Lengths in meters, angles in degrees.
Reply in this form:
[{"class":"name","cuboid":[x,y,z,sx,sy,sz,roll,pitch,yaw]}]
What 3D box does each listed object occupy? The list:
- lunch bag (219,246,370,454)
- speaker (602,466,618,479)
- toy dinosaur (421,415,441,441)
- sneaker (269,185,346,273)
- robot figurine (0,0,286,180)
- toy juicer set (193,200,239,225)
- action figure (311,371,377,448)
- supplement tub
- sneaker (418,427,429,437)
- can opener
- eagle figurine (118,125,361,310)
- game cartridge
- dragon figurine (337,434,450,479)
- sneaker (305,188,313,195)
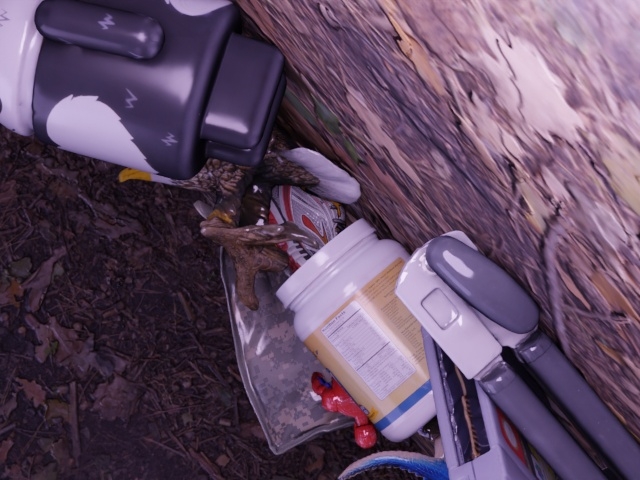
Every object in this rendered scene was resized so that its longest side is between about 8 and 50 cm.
[{"class":"lunch bag","cuboid":[-0.023,0.104,1.824,0.235,0.169,0.287,-13,-99,-78]},{"class":"speaker","cuboid":[0.295,0.268,1.289,0.136,0.055,0.055,53,173,-32]},{"class":"toy dinosaur","cuboid":[0.126,0.163,1.583,0.313,0.121,0.160,45,167,11]},{"class":"sneaker","cuboid":[0.000,0.000,1.576,0.225,0.093,0.088,52,174,22]},{"class":"robot figurine","cuboid":[-0.175,-0.150,1.255,0.278,0.173,0.209,16,129,3]},{"class":"toy juicer set","cuboid":[-0.019,0.034,2.055,0.329,0.089,0.209,40,-175,12]},{"class":"action figure","cuboid":[0.025,0.123,1.662,0.139,0.091,0.280,84,172,-65]},{"class":"supplement tub","cuboid":[0.064,0.091,1.435,0.199,0.144,0.144,49,174,5]},{"class":"sneaker","cuboid":[0.169,0.209,1.738,0.236,0.095,0.104,36,160,46]},{"class":"can opener","cuboid":[0.171,0.111,1.119,0.283,0.076,0.095,49,175,-8]},{"class":"eagle figurine","cuboid":[-0.108,-0.111,1.470,0.226,0.225,0.298,-46,45,46]},{"class":"game cartridge","cuboid":[0.169,0.188,1.233,0.196,0.060,0.294,54,-164,-31]},{"class":"dragon figurine","cuboid":[0.174,0.255,1.412,0.085,0.289,0.144,132,127,-64]},{"class":"sneaker","cuboid":[-0.020,-0.026,1.779,0.089,0.051,0.170,55,170,-20]}]
